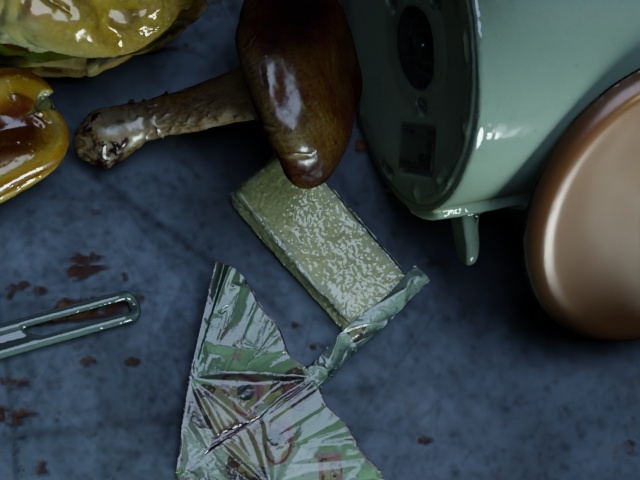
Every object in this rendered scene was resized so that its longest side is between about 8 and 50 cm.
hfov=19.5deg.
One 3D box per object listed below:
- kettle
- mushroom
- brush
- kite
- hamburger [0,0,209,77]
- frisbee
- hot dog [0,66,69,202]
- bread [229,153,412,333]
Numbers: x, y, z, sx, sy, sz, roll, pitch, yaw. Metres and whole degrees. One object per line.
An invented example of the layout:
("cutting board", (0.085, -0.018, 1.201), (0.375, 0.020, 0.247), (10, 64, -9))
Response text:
("kettle", (0.240, -0.117, 1.472), (0.377, 0.250, 0.361), (-9, 95, -21))
("mushroom", (-0.084, -0.114, 1.431), (0.218, 0.227, 0.148), (-13, 109, 15))
("brush", (-0.256, 0.078, 1.362), (0.266, 0.027, 0.062), (-16, 78, -20))
("kite", (-0.009, 0.106, 1.415), (0.250, 0.012, 0.229), (-38, 95, -14))
("hamburger", (-0.261, -0.226, 1.391), (0.330, 0.162, 0.209), (41, 69, -2))
("frisbee", (0.264, -0.028, 1.410), (0.251, 0.250, 0.021), (-16, 35, -20))
("hot dog", (-0.303, -0.047, 1.369), (0.249, 0.068, 0.100), (-28, 91, -20))
("bread", (0.000, 0.000, 1.459), (0.068, 0.028, 0.153), (-41, 87, -23))
